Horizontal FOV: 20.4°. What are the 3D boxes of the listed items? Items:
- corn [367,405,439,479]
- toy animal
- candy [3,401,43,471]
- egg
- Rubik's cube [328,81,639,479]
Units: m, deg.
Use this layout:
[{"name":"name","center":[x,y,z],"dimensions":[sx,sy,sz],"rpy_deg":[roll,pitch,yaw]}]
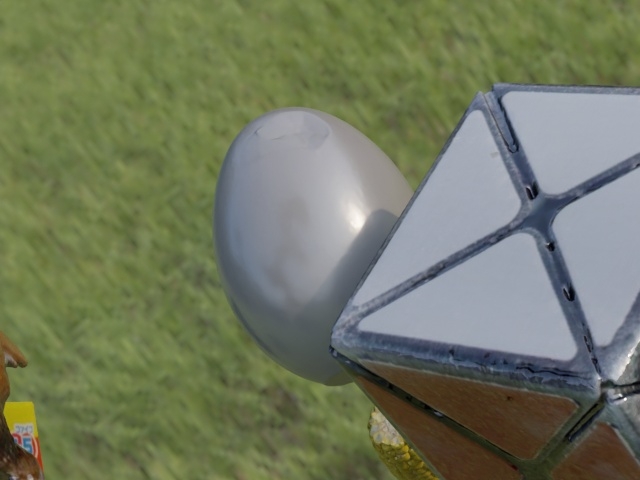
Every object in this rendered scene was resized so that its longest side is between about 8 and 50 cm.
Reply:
[{"name":"corn","center":[0.125,0.225,1.804],"dimensions":[0.091,0.260,0.091],"rpy_deg":[16,72,35]},{"name":"toy animal","center":[-0.245,0.098,1.229],"dimensions":[0.089,0.179,0.188],"rpy_deg":[-34,20,2]},{"name":"candy","center":[-0.354,0.312,1.885],"dimensions":[0.088,0.276,0.146],"rpy_deg":[-16,-13,25]},{"name":"egg","center":[0.000,0.000,1.446],"dimensions":[0.176,0.231,0.176],"rpy_deg":[-16,-12,-4]},{"name":"Rubik's cube","center":[0.204,0.061,1.230],"dimensions":[0.255,0.259,0.260],"rpy_deg":[9,55,45]}]
